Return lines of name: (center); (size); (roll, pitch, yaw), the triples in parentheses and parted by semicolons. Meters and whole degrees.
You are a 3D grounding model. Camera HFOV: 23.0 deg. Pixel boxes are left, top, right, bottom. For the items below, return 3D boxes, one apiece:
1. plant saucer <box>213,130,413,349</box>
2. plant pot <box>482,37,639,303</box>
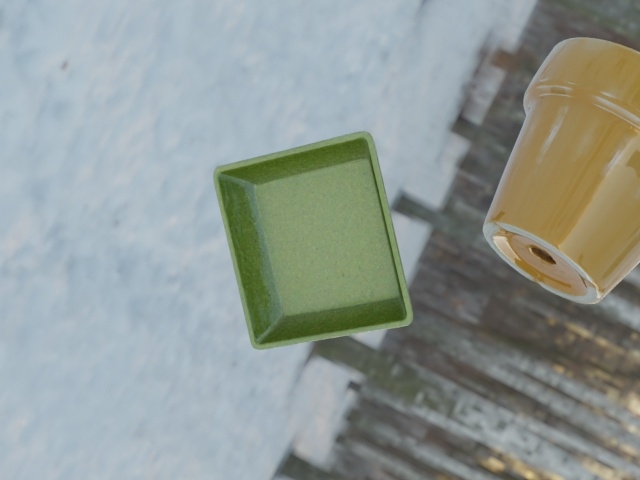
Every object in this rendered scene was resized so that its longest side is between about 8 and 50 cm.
plant saucer: (0.000, 0.000, 1.532); (0.045, 0.188, 0.188); (-17, 94, -58)
plant pot: (0.254, -0.052, 1.462); (0.188, 0.205, 0.205); (-55, 171, -14)
